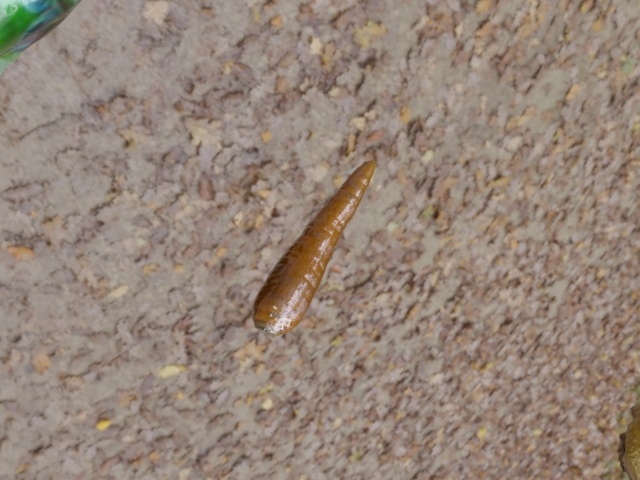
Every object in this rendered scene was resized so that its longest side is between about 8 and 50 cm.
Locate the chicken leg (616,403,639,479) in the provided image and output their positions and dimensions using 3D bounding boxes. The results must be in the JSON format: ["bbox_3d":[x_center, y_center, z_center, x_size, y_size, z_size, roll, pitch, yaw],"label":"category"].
[{"bbox_3d":[0.421,0.282,0.766,0.107,0.251,0.087,-47,148,12],"label":"chicken leg"}]

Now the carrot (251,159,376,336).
[{"bbox_3d":[0.000,0.000,0.684,0.216,0.048,0.048,-58,145,-25],"label":"carrot"}]

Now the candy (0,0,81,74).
[{"bbox_3d":[-0.387,-0.266,0.824,0.398,0.172,0.263,-57,-178,9],"label":"candy"}]
